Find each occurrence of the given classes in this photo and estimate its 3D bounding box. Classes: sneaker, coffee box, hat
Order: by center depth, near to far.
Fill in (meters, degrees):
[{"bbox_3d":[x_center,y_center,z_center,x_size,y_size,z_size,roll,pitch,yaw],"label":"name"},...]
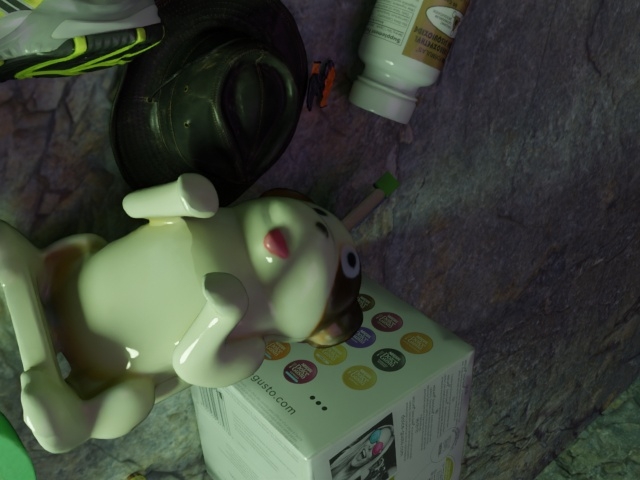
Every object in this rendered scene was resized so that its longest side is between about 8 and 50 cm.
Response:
[{"bbox_3d":[-0.357,-0.228,0.720,0.385,0.145,0.147,-18,96,-31],"label":"sneaker"},{"bbox_3d":[-0.110,-0.168,0.962,0.331,0.134,0.331,-24,129,-32],"label":"hat"},{"bbox_3d":[0.013,0.289,1.210,0.334,0.338,0.338,-25,130,-30],"label":"coffee box"}]

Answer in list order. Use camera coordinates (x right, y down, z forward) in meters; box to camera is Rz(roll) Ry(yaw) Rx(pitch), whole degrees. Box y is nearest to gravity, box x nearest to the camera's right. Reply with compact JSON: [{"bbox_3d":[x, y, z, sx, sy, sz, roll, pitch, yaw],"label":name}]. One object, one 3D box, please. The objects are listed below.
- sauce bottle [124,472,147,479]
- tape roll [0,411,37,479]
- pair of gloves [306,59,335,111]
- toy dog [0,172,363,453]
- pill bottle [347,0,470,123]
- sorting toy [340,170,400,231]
[{"bbox_3d":[-0.279,0.435,1.189,0.042,0.128,0.042,-24,131,-30],"label":"sauce bottle"},{"bbox_3d":[-0.521,0.336,0.892,0.321,0.077,0.321,-23,129,-31],"label":"tape roll"},{"bbox_3d":[0.001,-0.232,1.090,0.083,0.010,0.074,-32,137,-61],"label":"pair of gloves"},{"bbox_3d":[-0.142,0.085,0.922,0.408,0.284,0.395,-21,149,-6],"label":"toy dog"},{"bbox_3d":[0.130,-0.301,1.100,0.131,0.131,0.229,8,110,-45],"label":"pill bottle"},{"bbox_3d":[0.000,0.000,1.164,0.348,0.047,0.196,-43,178,-32],"label":"sorting toy"}]
